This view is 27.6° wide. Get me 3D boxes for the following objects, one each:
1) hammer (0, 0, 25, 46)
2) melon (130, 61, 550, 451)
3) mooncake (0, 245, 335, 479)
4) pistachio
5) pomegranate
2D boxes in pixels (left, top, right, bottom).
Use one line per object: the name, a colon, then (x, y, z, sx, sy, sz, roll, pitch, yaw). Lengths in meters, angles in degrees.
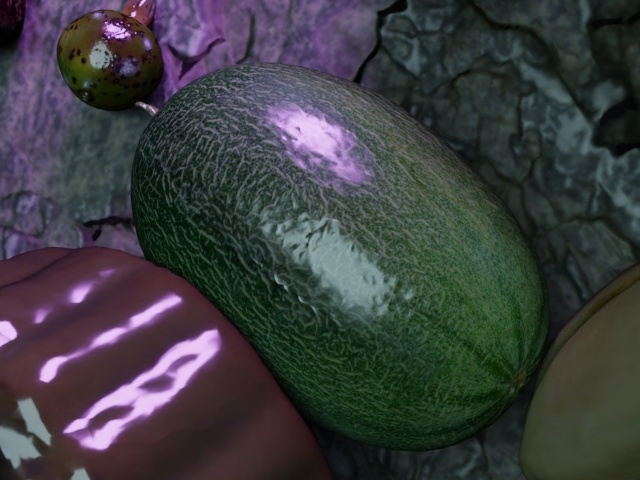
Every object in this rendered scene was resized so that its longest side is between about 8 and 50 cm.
hammer: (-0.299, -0.012, 0.917, 0.242, 0.095, 0.408, -13, 86, 17)
melon: (0.000, 0.000, 0.754, 0.288, 0.182, 0.182, 41, 98, 16)
mooncake: (-0.138, 0.150, 0.736, 0.290, 0.161, 0.290, 24, 130, 31)
pistachio: (0.208, 0.069, 0.712, 0.226, 0.136, 0.136, -32, 76, 19)
pomegranate: (-0.134, -0.126, 0.873, 0.084, 0.073, 0.073, -40, 73, -5)
